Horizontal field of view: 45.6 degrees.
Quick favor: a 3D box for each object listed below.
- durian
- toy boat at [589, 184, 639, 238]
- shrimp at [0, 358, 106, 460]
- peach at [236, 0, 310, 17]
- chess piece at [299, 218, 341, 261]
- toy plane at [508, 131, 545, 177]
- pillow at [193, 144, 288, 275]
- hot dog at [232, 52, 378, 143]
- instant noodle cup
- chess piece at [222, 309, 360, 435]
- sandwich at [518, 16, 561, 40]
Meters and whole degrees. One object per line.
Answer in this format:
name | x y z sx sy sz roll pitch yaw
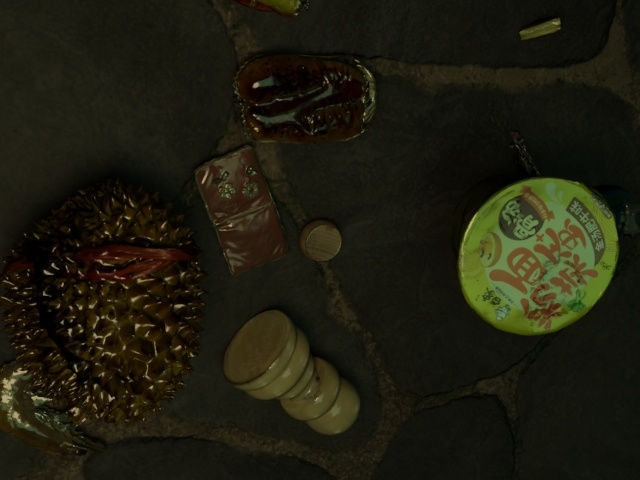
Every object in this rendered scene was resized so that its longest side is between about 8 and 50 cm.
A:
durian | -0.333 0.093 1.195 0.347 0.347 0.384 20 72 -26
toy boat | 0.560 -0.024 1.655 0.299 0.092 0.134 -18 118 -15
shrimp | -0.481 0.297 1.383 0.253 0.058 0.173 32 87 -26
peach | -0.093 -0.497 1.179 0.154 0.159 0.267 2 110 -33
chess piece | 0.000 0.000 1.469 0.083 0.038 0.084 -6 109 -18
toy plane | 0.419 -0.171 1.567 0.031 0.049 0.121 -33 100 -8
pillow | -0.142 -0.053 1.391 0.126 0.043 0.232 -25 117 -12
hot dog | -0.026 -0.246 1.345 0.270 0.082 0.162 -4 112 -21
instant noodle cup | 0.392 0.002 1.488 0.311 0.221 0.311 -1 106 -4
chess piece | -0.035 0.278 1.506 0.167 0.167 0.299 -47 125 0
sandwich | 0.432 -0.416 1.488 0.044 0.083 0.031 -49 124 -51
